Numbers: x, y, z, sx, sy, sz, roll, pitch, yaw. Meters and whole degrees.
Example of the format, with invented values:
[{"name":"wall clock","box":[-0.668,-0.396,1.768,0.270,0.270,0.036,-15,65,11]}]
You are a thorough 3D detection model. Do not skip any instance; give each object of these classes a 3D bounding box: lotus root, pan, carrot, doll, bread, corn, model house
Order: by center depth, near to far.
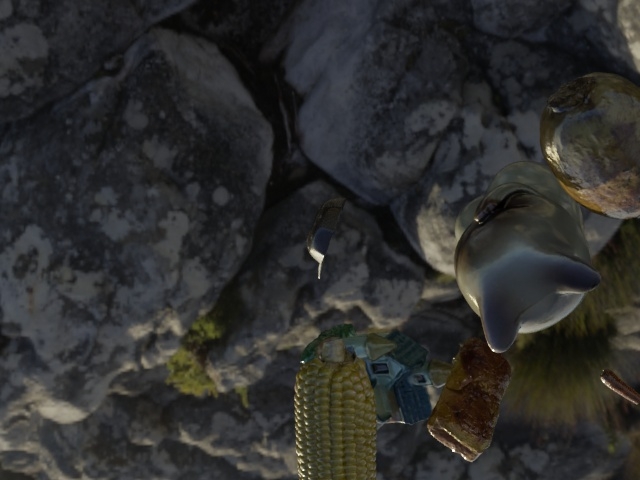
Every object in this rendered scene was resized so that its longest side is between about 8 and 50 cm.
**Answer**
[{"name":"lotus root","box":[0.367,-0.105,0.965,0.145,0.128,0.260,-31,129,23]},{"name":"corn","box":[0.024,0.327,1.204,0.130,0.346,0.130,-1,175,0]},{"name":"doll","box":[0.319,0.007,1.236,0.215,0.226,0.370,-36,179,21]},{"name":"pan","box":[-0.003,0.007,1.524,0.048,0.128,0.202,20,115,3]},{"name":"carrot","box":[0.612,0.299,1.583,0.093,0.032,0.032,38,139,4]},{"name":"bread","box":[0.307,0.314,1.589,0.139,0.271,0.077,38,132,1]},{"name":"model house","box":[0.154,0.324,1.775,0.325,0.267,0.194,-11,-174,32]}]
